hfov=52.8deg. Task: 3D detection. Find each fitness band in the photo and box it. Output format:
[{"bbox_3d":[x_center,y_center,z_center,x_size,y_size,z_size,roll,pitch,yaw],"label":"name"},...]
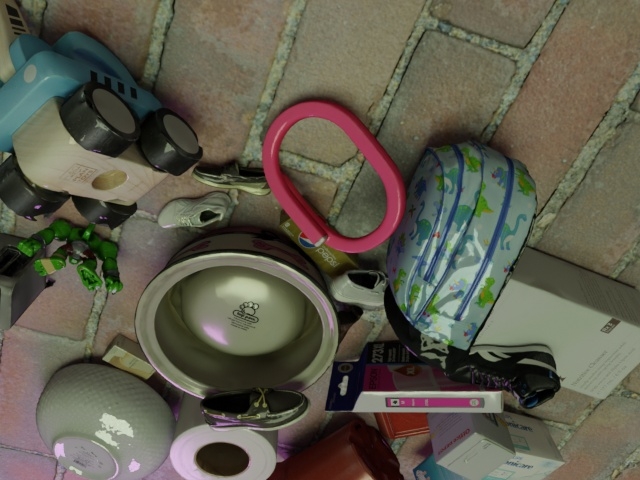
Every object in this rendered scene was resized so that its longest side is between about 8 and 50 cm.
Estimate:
[{"bbox_3d":[0.021,-0.111,1.144,0.209,0.054,0.291,-40,87,26],"label":"fitness band"}]

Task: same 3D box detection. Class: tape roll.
[{"bbox_3d":[-0.220,0.449,1.525,0.246,0.169,0.246,0,123,0],"label":"tape roll"}]

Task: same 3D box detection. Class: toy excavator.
[{"bbox_3d":[-0.456,-0.273,1.021,0.222,0.445,0.433,-35,158,21],"label":"toy excavator"}]

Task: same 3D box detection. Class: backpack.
[{"bbox_3d":[0.242,0.002,1.160,0.273,0.290,0.356,34,111,-9],"label":"backpack"}]

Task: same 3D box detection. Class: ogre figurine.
[{"bbox_3d":[-0.474,0.025,1.267,0.196,0.118,0.097,12,128,-6],"label":"ogre figurine"}]

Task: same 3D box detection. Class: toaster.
[{"bbox_3d":[-0.646,0.072,1.275,0.167,0.186,0.110,17,121,-2],"label":"toaster"}]

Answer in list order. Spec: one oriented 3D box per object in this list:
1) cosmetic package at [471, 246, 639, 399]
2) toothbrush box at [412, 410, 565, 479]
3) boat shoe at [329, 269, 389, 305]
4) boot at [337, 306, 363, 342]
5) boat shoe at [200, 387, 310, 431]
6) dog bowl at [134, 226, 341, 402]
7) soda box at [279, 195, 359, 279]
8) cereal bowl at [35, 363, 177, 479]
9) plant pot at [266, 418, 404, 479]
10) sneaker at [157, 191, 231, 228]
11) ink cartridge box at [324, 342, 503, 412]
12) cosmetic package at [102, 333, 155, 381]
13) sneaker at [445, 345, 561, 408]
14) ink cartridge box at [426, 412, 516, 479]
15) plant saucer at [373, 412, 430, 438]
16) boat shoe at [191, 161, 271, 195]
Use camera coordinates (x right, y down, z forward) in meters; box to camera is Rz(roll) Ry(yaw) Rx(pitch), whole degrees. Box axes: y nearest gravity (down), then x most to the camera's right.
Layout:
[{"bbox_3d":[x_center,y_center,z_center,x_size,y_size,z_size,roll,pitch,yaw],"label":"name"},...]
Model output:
[{"bbox_3d":[0.467,0.161,1.333,0.384,0.156,0.217,17,124,-12],"label":"cosmetic package"},{"bbox_3d":[0.411,0.560,1.599,0.216,0.126,0.296,22,121,-31],"label":"toothbrush box"},{"bbox_3d":[0.098,0.087,1.301,0.184,0.066,0.063,12,138,-41],"label":"boat shoe"},{"bbox_3d":[0.036,0.199,1.404,0.106,0.037,0.114,-8,143,-52],"label":"boot"},{"bbox_3d":[-0.136,0.341,1.323,0.227,0.081,0.069,-11,128,11],"label":"boat shoe"},{"bbox_3d":[-0.163,0.148,1.331,0.407,0.150,0.408,0,124,1],"label":"dog bowl"},{"bbox_3d":[0.000,0.000,1.284,0.061,0.058,0.181,-34,118,21],"label":"soda box"},{"bbox_3d":[-0.517,0.457,1.514,0.338,0.141,0.339,6,125,8],"label":"cereal bowl"},{"bbox_3d":[0.044,0.597,1.585,0.265,0.272,0.272,-42,115,16],"label":"plant pot"},{"bbox_3d":[-0.250,-0.052,1.249,0.152,0.061,0.054,-15,125,12],"label":"sneaker"},{"bbox_3d":[0.198,0.294,1.395,0.370,0.176,0.069,-4,116,10],"label":"ink cartridge box"},{"bbox_3d":[-0.433,0.270,1.479,0.115,0.041,0.060,34,118,-21],"label":"cosmetic package"},{"bbox_3d":[0.352,0.269,1.247,0.216,0.121,0.079,-9,126,9],"label":"sneaker"},{"bbox_3d":[0.329,0.418,1.439,0.127,0.176,0.128,31,119,-20],"label":"ink cartridge box"},{"bbox_3d":[0.245,0.381,1.551,0.258,0.048,0.259,-13,124,9],"label":"plant saucer"},{"bbox_3d":[-0.163,-0.124,1.207,0.152,0.056,0.049,9,119,-17],"label":"boat shoe"}]
